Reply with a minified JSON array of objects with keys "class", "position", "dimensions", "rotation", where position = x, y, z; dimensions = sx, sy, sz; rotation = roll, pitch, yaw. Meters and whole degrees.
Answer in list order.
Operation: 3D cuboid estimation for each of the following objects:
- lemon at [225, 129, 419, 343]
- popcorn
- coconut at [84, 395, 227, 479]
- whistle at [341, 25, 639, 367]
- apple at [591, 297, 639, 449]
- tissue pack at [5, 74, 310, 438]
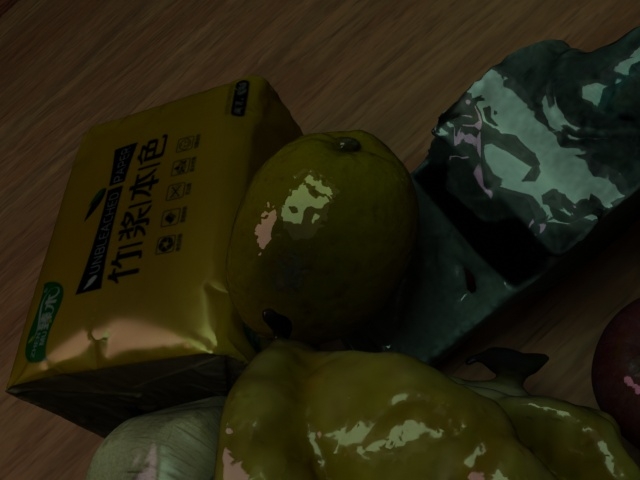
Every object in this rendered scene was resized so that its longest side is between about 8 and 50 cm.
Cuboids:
[{"class":"lemon","position":[0.000,0.000,0.602],"dimensions":[0.170,0.169,0.208],"rotation":[44,119,43]},{"class":"popcorn","position":[0.076,0.201,0.502],"dimensions":[0.315,0.297,0.281],"rotation":[0,74,4]},{"class":"coconut","position":[-0.110,0.253,0.628],"dimensions":[0.224,0.224,0.224],"rotation":[-16,52,21]},{"class":"whistle","position":[0.166,-0.021,0.641],"dimensions":[0.404,0.188,0.168],"rotation":[-41,67,5]},{"class":"apple","position":[0.303,0.112,0.536],"dimensions":[0.153,0.120,0.154],"rotation":[-21,48,25]},{"class":"tissue pack","position":[-0.167,0.025,0.806],"dimensions":[0.293,0.228,0.382],"rotation":[-12,54,21]}]
